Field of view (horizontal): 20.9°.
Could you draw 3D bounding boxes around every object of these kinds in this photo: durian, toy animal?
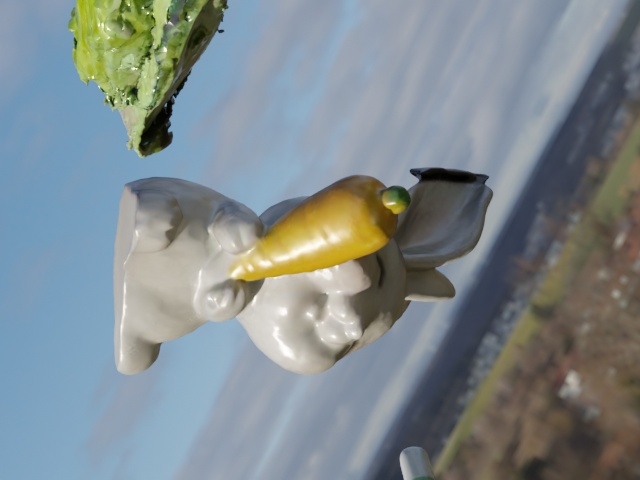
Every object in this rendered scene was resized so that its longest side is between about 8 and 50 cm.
[{"bbox_3d":[-0.119,-0.170,1.246,0.132,0.106,0.375,-55,-5,-29],"label":"durian"},{"bbox_3d":[0.000,0.000,0.791,0.127,0.181,0.131,-101,19,-54],"label":"toy animal"}]

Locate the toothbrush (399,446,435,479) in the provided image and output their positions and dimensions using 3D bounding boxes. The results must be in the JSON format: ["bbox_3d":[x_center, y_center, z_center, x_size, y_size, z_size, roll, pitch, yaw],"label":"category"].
[{"bbox_3d":[0.074,0.207,0.930,0.257,0.018,0.024,-103,10,-48],"label":"toothbrush"}]
